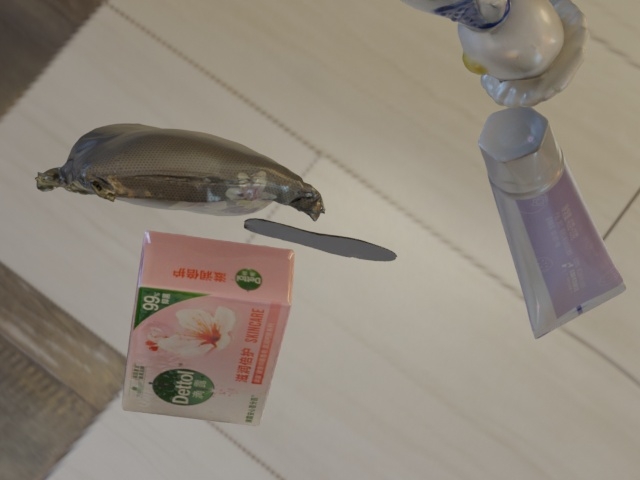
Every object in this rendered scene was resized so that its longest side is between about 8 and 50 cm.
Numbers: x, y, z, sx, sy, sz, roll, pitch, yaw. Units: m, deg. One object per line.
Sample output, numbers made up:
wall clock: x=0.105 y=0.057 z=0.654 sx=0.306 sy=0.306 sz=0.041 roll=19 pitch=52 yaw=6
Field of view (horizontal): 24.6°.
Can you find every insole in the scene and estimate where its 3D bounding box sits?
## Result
insole: x=0.000 y=0.000 z=1.745 sx=0.188 sy=0.064 sz=0.004 roll=13 pitch=68 yaw=-9

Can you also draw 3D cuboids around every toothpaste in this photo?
toothpaste: x=0.254 y=-0.006 z=1.620 sx=0.125 sy=0.371 sz=0.080 roll=-30 pitch=49 yaw=1

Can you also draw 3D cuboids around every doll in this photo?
doll: x=0.141 y=-0.211 z=1.305 sx=0.138 sy=0.293 sz=0.119 roll=33 pitch=91 yaw=47

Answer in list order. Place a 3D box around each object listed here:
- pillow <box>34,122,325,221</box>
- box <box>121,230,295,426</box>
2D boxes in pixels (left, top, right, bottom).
pillow: x=-0.099 y=-0.049 z=1.005 sx=0.169 sy=0.255 sz=0.059 roll=8 pitch=92 yaw=-16
box: x=-0.068 y=0.054 z=0.865 sx=0.089 sy=0.125 sz=0.043 roll=7 pitch=48 yaw=-6
